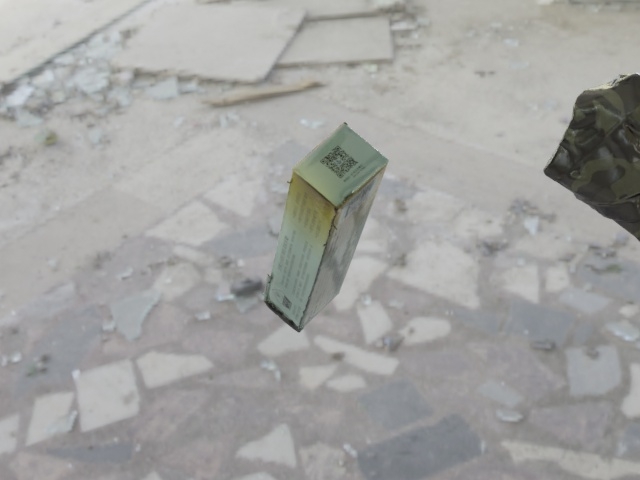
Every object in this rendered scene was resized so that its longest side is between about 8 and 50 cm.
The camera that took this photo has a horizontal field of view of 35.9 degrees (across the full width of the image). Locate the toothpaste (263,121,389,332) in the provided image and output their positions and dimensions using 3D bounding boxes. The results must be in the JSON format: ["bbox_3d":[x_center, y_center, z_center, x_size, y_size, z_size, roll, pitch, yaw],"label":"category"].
[{"bbox_3d":[0.000,0.000,1.073,0.071,0.313,0.089,39,64,13],"label":"toothpaste"}]

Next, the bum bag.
[{"bbox_3d":[0.383,-0.038,1.087,0.144,0.340,0.095,-41,24,25],"label":"bum bag"}]
